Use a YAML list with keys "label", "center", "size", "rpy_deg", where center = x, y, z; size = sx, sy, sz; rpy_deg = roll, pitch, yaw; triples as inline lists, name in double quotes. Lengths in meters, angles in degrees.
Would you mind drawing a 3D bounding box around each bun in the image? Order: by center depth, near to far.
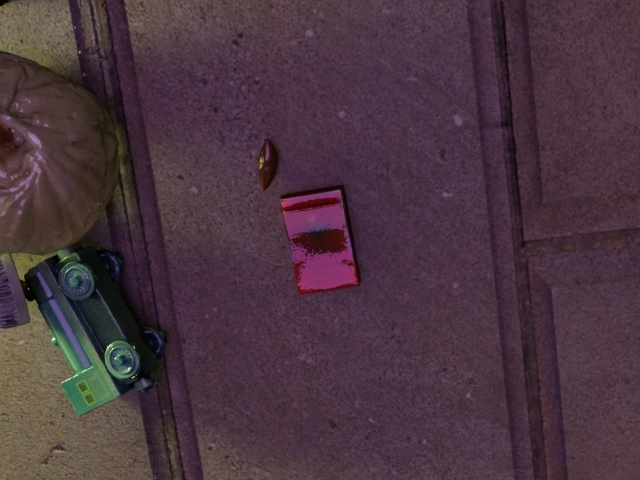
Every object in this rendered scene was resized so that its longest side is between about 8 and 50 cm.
- label: "bun"
  center: [-0.511, -0.146, 1.548]
  size: [0.348, 0.227, 0.353]
  rpy_deg: [-18, 83, -4]

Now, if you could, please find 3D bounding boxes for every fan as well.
- label: "fan"
  center: [-0.565, 0.036, 1.671]
  size: [0.074, 0.130, 0.244]
  rpy_deg: [-17, 76, -20]

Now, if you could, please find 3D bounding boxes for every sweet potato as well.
- label: "sweet potato"
  center: [-0.091, -0.130, 1.640]
  size: [0.034, 0.034, 0.095]
  rpy_deg: [9, 113, 4]

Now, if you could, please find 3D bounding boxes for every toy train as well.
- label: "toy train"
  center: [-0.409, 0.151, 1.690]
  size: [0.194, 0.120, 0.298]
  rpy_deg: [-28, 92, 22]

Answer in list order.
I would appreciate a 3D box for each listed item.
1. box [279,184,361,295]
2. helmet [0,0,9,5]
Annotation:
- label: "box"
  center: [0.000, 0.000, 1.648]
  size: [0.112, 0.048, 0.175]
  rpy_deg: [-8, 101, 9]
- label: "helmet"
  center: [-0.609, -0.463, 1.556]
  size: [0.216, 0.193, 0.189]
  rpy_deg: [4, 105, 49]
